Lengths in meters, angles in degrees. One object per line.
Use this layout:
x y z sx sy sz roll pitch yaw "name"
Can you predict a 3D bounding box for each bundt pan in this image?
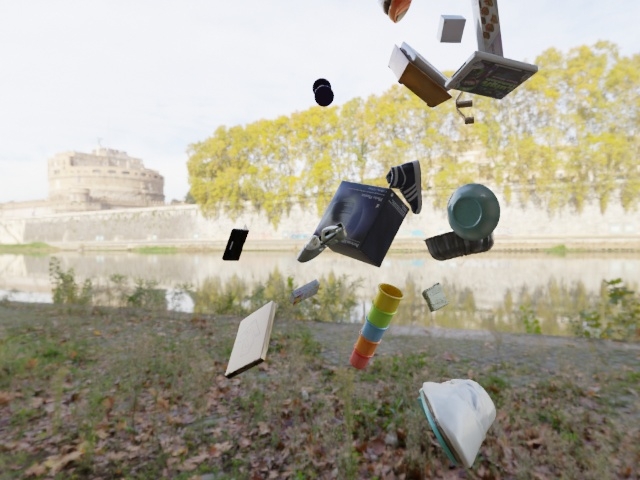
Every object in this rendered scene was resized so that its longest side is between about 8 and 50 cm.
0.665 0.017 1.921 0.330 0.124 0.331 -12 -6 -1 "bundt pan"

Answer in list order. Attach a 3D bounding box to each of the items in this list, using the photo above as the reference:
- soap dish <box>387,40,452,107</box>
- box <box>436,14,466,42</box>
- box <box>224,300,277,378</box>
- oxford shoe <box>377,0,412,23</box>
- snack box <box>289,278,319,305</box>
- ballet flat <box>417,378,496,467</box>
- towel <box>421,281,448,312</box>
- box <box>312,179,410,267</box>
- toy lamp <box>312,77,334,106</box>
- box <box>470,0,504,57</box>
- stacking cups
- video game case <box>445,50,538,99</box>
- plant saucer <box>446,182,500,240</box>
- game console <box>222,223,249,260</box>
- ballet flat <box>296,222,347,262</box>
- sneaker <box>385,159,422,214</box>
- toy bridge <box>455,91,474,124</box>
0.393 -0.667 1.627 0.229 0.118 0.291 28 32 -22 "soap dish"
0.586 -0.951 1.820 0.101 0.102 0.087 2 39 0 "box"
-0.203 0.291 1.192 0.164 0.201 0.021 -34 -60 30 "box"
0.262 -0.938 1.412 0.130 0.133 0.364 -43 -11 -14 "oxford shoe"
-0.075 0.249 1.937 0.141 0.037 0.100 -26 -24 -24 "snack box"
0.268 0.326 0.798 0.139 0.139 0.400 -1 -16 10 "ballet flat"
0.520 0.258 1.833 0.148 0.110 0.027 -18 -10 -42 "towel"
0.172 -0.078 1.746 0.296 0.294 0.182 18 -13 46 "box"
0.009 -0.557 1.509 0.080 0.080 0.275 -1 29 -3 "toy lamp"
0.566 -0.673 1.361 0.063 0.324 0.067 -16 20 5 "box"
0.181 0.302 1.371 0.096 0.316 0.096 18 19 -6 "stacking cups"
0.486 -0.470 1.168 0.190 0.022 0.173 9 -8 -9 "video game case"
0.498 -0.094 1.353 0.037 0.195 0.195 -8 5 -40 "plant saucer"
-0.303 0.004 1.425 0.071 0.122 0.107 30 16 35 "game console"
0.000 0.000 1.390 0.213 0.068 0.072 -29 35 -26 "ballet flat"
0.385 -0.233 1.871 0.153 0.282 0.099 -11 38 3 "sneaker"
0.550 -0.523 1.552 0.063 0.188 0.026 -2 -27 16 "toy bridge"
